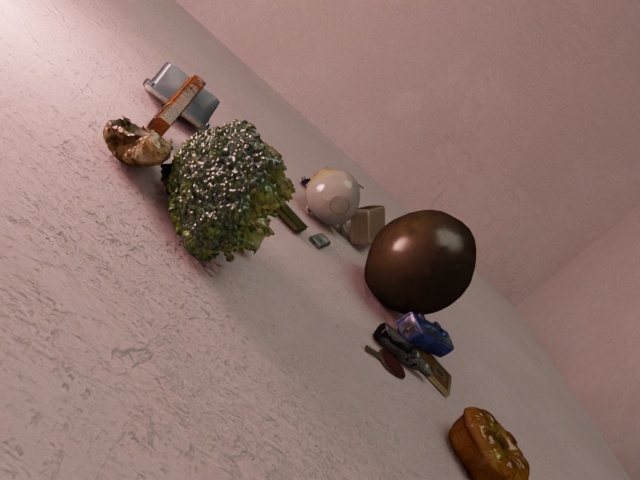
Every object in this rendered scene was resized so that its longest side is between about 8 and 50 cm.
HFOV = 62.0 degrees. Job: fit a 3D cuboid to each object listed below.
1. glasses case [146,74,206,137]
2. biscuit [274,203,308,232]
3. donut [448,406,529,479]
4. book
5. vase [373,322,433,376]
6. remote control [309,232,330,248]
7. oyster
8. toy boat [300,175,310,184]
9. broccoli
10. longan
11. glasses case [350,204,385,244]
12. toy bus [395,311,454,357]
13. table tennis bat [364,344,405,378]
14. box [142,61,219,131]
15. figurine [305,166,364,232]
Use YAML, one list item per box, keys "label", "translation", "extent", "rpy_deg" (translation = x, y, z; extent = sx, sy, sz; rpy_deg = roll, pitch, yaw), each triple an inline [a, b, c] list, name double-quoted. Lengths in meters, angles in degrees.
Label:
- label: "glasses case"
  translation: [-0.401, -0.379, 1.488]
  extent: [0.049, 0.075, 0.218]
  rpy_deg: [40, 47, -19]
- label: "biscuit"
  translation: [-0.167, -0.146, 1.713]
  extent: [0.322, 0.038, 0.099]
  rpy_deg: [46, 14, 7]
- label: "donut"
  translation: [0.431, 0.537, 1.362]
  extent: [0.226, 0.114, 0.226]
  rpy_deg: [40, 17, -15]
- label: "book"
  translation: [0.318, 0.366, 1.666]
  extent: [0.241, 0.018, 0.170]
  rpy_deg: [47, 16, 6]
- label: "vase"
  translation: [0.245, 0.321, 1.530]
  extent: [0.211, 0.060, 0.060]
  rpy_deg: [40, 17, -11]
- label: "remote control"
  translation: [0.000, 0.000, 1.788]
  extent: [0.053, 0.018, 0.124]
  rpy_deg: [46, 17, 7]
- label: "oyster"
  translation: [-0.403, -0.220, 1.231]
  extent: [0.166, 0.094, 0.294]
  rpy_deg: [16, 10, -5]
- label: "toy boat"
  translation: [-0.064, -0.247, 2.182]
  extent: [0.038, 0.038, 0.083]
  rpy_deg: [45, 17, 1]
- label: "broccoli"
  translation: [-0.204, -0.122, 1.211]
  extent: [0.338, 0.277, 0.317]
  rpy_deg: [58, 0, 13]
- label: "longan"
  translation: [0.329, 0.076, 1.773]
  extent: [0.336, 0.404, 0.404]
  rpy_deg: [53, 18, 7]
- label: "glasses case"
  translation: [0.199, -0.068, 2.184]
  extent: [0.336, 0.076, 0.144]
  rpy_deg: [-17, 107, -72]
- label: "toy bus"
  translation: [0.341, 0.302, 1.703]
  extent: [0.236, 0.079, 0.094]
  rpy_deg: [30, 23, -43]
- label: "table tennis bat"
  translation: [0.176, 0.325, 1.449]
  extent: [0.156, 0.013, 0.087]
  rpy_deg: [37, 21, -30]
- label: "box"
  translation: [-0.428, -0.443, 1.651]
  extent: [0.227, 0.130, 0.162]
  rpy_deg: [36, 4, -27]
- label: "figurine"
  translation: [0.035, -0.163, 2.058]
  extent: [0.394, 0.227, 0.274]
  rpy_deg: [-122, -168, -68]
